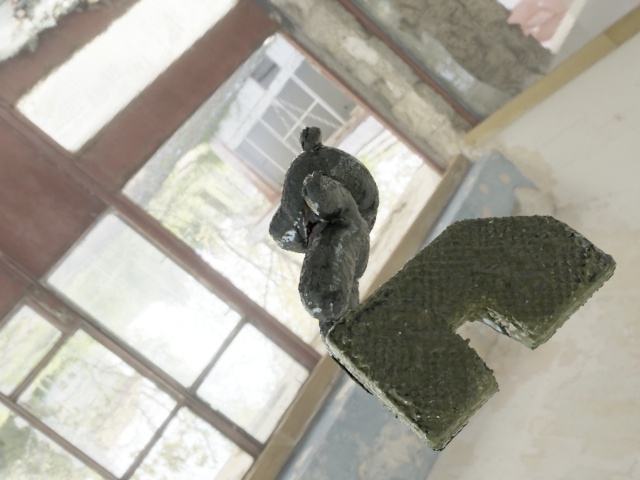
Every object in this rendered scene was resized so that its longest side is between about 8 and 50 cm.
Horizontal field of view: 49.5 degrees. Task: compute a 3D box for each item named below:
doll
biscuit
[{"bbox_3d":[-0.007,-0.001,0.951,0.158,0.246,0.340,-3,-134,14],"label":"doll"},{"bbox_3d":[0.139,0.062,0.642,0.250,0.147,0.046,-39,148,-13],"label":"biscuit"}]
